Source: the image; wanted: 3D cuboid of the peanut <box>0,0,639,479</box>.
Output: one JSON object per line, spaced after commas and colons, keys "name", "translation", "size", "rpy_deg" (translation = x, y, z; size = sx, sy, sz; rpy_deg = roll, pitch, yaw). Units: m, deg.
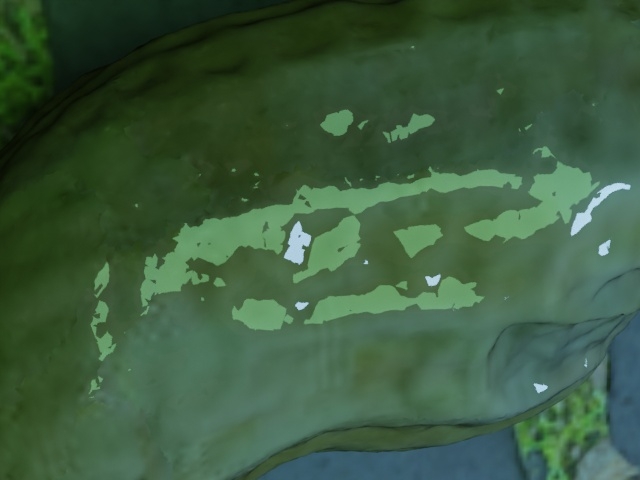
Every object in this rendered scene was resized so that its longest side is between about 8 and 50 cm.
{"name": "peanut", "translation": [-0.001, -0.005, 0.642], "size": [0.340, 0.158, 0.174], "rpy_deg": [-13, 135, -15]}
